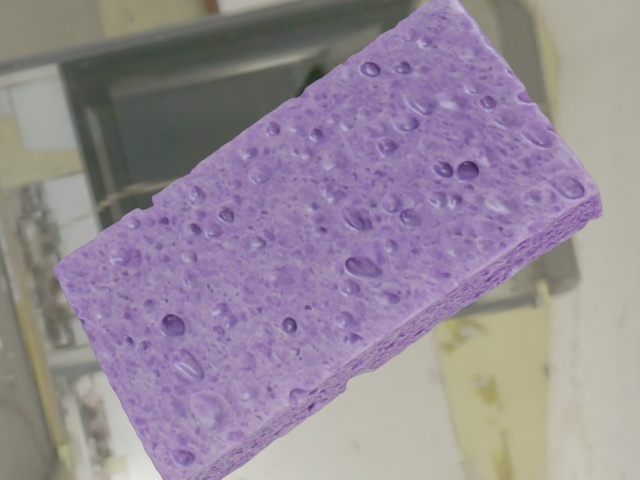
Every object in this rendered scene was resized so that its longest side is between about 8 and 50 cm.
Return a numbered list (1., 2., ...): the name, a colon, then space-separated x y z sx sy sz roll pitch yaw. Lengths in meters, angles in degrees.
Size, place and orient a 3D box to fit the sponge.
1. sponge: 0.000 0.000 0.599 0.117 0.210 0.031 57 3 28
